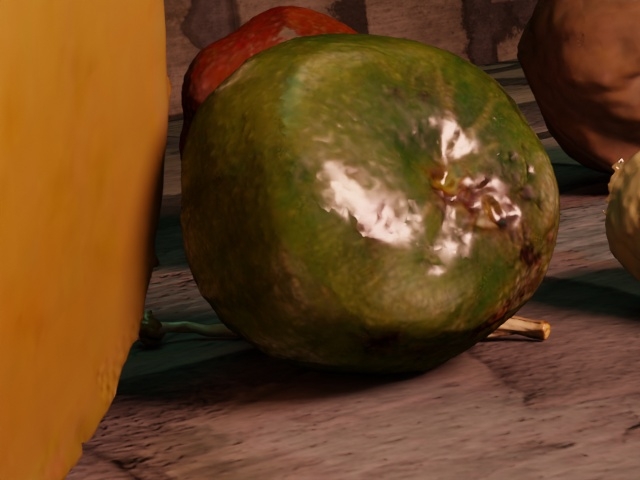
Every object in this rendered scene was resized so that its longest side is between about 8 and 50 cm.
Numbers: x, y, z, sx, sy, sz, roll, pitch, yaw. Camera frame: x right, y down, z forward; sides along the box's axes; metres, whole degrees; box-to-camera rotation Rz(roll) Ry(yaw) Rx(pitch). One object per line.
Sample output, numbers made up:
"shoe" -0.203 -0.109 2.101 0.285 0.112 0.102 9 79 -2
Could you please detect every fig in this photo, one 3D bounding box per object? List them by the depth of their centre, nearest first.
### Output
"fig" 0.000 0.000 0.759 0.203 0.203 0.235 -16 -16 -35

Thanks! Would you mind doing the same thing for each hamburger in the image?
"hamburger" -0.244 -0.057 0.600 0.277 0.395 0.396 7 13 10

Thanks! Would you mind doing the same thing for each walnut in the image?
"walnut" 0.309 -0.164 1.175 0.273 0.227 0.273 -4 9 1

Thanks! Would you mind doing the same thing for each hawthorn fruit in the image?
"hawthorn fruit" -0.014 -0.092 1.126 0.205 0.205 0.253 -6 6 11

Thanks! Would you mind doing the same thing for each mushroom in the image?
"mushroom" 0.004 0.053 0.811 0.286 0.026 0.028 -2 28 25

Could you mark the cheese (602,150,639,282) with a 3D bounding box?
"cheese" 0.255 -0.006 0.737 0.123 0.094 0.167 -3 10 -35
